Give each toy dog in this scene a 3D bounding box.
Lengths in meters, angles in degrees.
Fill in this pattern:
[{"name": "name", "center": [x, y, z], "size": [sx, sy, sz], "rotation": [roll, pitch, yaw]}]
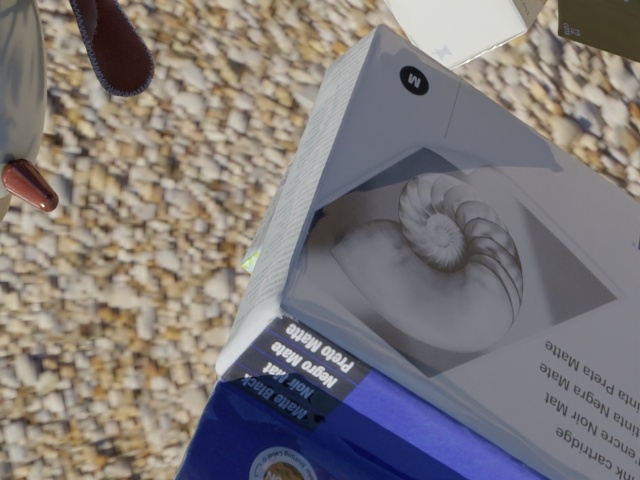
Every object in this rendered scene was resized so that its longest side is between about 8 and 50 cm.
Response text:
[{"name": "toy dog", "center": [-0.206, -0.141, 1.282], "size": [0.161, 0.220, 0.334], "rotation": [22, 90, 23]}]

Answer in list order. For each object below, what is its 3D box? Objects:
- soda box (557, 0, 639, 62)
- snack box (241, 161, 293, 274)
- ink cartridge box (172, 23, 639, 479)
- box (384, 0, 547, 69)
[{"name": "soda box", "center": [0.131, -0.151, 0.696], "size": [0.058, 0.181, 0.061], "rotation": [21, 62, 22]}, {"name": "snack box", "center": [0.000, 0.000, 1.441], "size": [0.100, 0.141, 0.037], "rotation": [39, 129, -14]}, {"name": "ink cartridge box", "center": [0.073, 0.054, 0.683], "size": [0.223, 0.224, 0.045], "rotation": [32, 140, -17]}, {"name": "box", "center": [0.176, -0.313, 1.801], "size": [0.121, 0.311, 0.148], "rotation": [-23, 110, 34]}]
